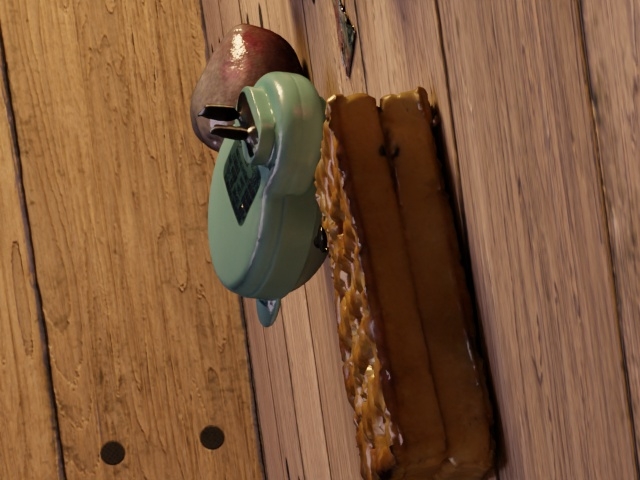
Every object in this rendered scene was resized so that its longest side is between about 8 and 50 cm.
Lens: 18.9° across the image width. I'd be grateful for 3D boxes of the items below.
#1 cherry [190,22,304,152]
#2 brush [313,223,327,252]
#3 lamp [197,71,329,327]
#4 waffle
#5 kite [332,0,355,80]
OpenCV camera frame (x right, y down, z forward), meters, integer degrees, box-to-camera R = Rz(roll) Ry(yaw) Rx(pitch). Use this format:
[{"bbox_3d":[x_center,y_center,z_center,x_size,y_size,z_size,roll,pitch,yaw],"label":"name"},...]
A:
[{"bbox_3d":[-0.082,-0.169,2.299,0.176,0.140,0.176,-165,90,-76],"label":"cherry"},{"bbox_3d":[0.000,0.000,1.599,0.083,0.008,0.024,133,128,-84],"label":"brush"},{"bbox_3d":[-0.054,-0.058,2.132,0.209,0.147,0.284,-112,15,-45],"label":"lamp"},{"bbox_3d":[0.064,0.056,1.536,0.213,0.091,0.308,100,162,-71],"label":"waffle"},{"bbox_3d":[0.020,-0.230,1.905,0.139,0.011,0.157,-114,16,-59],"label":"kite"}]
